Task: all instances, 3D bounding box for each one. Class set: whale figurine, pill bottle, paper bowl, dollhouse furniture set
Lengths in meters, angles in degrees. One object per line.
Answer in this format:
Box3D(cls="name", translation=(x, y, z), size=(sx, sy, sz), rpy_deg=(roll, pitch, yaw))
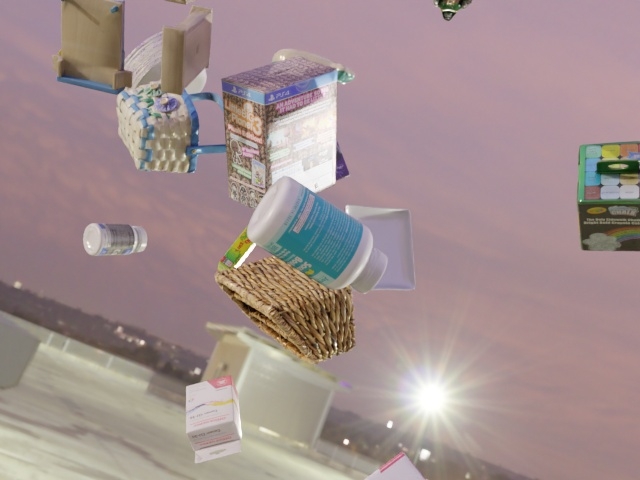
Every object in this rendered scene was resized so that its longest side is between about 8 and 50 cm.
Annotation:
Box3D(cls="whale figurine", translation=(-0.032, -0.526, 2.364), size=(0.271, 0.141, 0.216), rpy_deg=(14, 6, 21))
Box3D(cls="pill bottle", translation=(-0.495, -0.003, 1.784), size=(0.078, 0.078, 0.137), rpy_deg=(10, 7, 40))
Box3D(cls="pill bottle", translation=(0.000, 0.000, 1.435), size=(0.264, 0.146, 0.146), rpy_deg=(32, -16, -16))
Box3D(cls="paper bowl", translation=(-0.469, -0.510, 2.284), size=(0.148, 0.284, 0.284), rpy_deg=(55, -10, 10))
Box3D(cls="dollhouse furniture set", translation=(-0.402, -0.476, 1.557), size=(0.303, 0.198, 0.287), rpy_deg=(12, -59, 3))

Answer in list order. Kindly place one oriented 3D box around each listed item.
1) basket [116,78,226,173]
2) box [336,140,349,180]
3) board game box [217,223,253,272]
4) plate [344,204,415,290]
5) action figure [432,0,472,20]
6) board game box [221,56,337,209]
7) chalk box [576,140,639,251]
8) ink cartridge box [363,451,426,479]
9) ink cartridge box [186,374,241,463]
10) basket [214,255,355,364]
Box3D(cls="basket", translation=(-0.342, -0.287, 1.838), size=(0.288, 0.201, 0.255), rpy_deg=(-10, 42, -33))
Box3D(cls="box", translation=(-0.038, -0.241, 2.007), size=(0.108, 0.153, 0.207), rpy_deg=(-5, -71, 63))
Box3D(cls="board game box", translation=(-0.210, 0.015, 2.019), size=(0.043, 0.181, 0.092), rpy_deg=(36, -21, 1))
Box3D(cls="plate", translation=(0.188, 0.028, 2.425), size=(0.277, 0.278, 0.045), rpy_deg=(2, -10, -35))
Box3D(cls="action figure", translation=(0.265, -0.503, 1.468), size=(0.137, 0.064, 0.232), rpy_deg=(11, -8, 8))
Box3D(cls="board game box", translation=(-0.088, -0.242, 1.683), size=(0.141, 0.232, 0.291), rpy_deg=(24, -53, 36))
Box3D(cls="chalk box", translation=(0.713, -0.121, 1.766), size=(0.180, 0.179, 0.289), rpy_deg=(1, -32, 22))
Box3D(cls="ink cartridge box", translation=(0.110, 0.566, 1.551), size=(0.092, 0.158, 0.218), rpy_deg=(48, -45, 22))
Box3D(cls="ink cartridge box", translation=(-0.249, 0.413, 1.713), size=(0.115, 0.198, 0.067), rpy_deg=(-15, -58, -2))
Box3D(cls="basket", translation=(-0.088, 0.178, 1.719), size=(0.222, 0.214, 0.299), rpy_deg=(-17, 24, -31))
